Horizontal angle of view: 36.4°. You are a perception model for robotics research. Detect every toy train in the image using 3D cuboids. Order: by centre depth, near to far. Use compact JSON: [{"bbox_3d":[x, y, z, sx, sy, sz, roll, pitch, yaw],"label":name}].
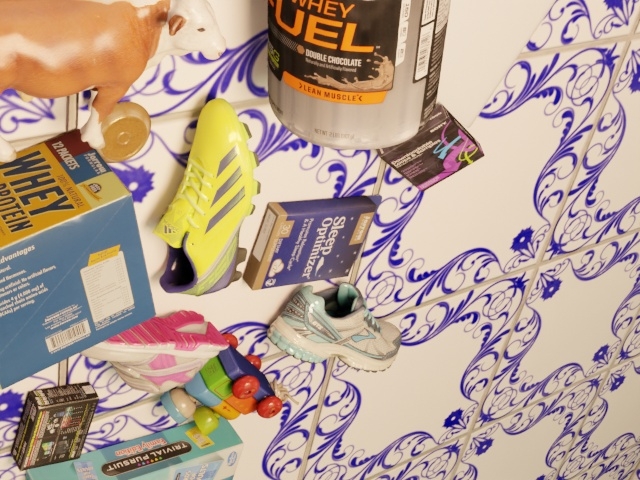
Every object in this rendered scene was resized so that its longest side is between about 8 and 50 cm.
[{"bbox_3d":[-0.137,0.258,1.529,0.143,0.105,0.248,-34,144,3],"label":"toy train"}]

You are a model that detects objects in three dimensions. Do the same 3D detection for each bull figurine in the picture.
[{"bbox_3d":[-0.251,-0.181,0.979,0.310,0.101,0.188,-7,138,-33],"label":"bull figurine"}]

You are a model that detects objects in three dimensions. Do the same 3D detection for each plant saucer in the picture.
[{"bbox_3d":[-0.232,-0.122,1.133,0.083,0.015,0.083,-26,140,-24],"label":"plant saucer"}]

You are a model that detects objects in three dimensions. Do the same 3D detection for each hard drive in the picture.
[{"bbox_3d":[0.234,-0.338,1.338,0.233,0.047,0.353,13,115,-49],"label":"hard drive"}]

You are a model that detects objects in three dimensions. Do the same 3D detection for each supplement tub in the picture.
[{"bbox_3d":[0.044,-0.286,1.075,0.207,0.207,0.338,-23,138,-26],"label":"supplement tub"}]

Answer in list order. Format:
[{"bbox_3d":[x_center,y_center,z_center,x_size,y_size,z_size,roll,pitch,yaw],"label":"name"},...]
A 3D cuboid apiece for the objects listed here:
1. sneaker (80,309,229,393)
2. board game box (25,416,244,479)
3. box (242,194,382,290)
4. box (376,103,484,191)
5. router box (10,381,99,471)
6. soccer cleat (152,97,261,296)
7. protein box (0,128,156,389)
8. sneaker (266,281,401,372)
[{"bbox_3d":[-0.240,0.157,1.323,0.252,0.103,0.111,17,111,-49],"label":"sneaker"},{"bbox_3d":[-0.305,0.429,1.545,0.336,0.079,0.254,-11,132,-37],"label":"board game box"},{"bbox_3d":[0.000,0.000,1.455,0.225,0.036,0.136,-8,130,-40],"label":"box"},{"bbox_3d":[0.164,-0.134,1.444,0.116,0.029,0.162,-30,150,19],"label":"box"},{"bbox_3d":[-0.369,0.258,1.352,0.092,0.038,0.122,-4,127,-42],"label":"router box"},{"bbox_3d":[-0.150,-0.042,1.226,0.121,0.093,0.289,-12,133,-26],"label":"soccer cleat"},{"bbox_3d":[-0.313,0.021,1.092,0.199,0.136,0.201,-26,140,-23],"label":"protein box"},{"bbox_3d":[0.051,0.136,1.575,0.283,0.110,0.122,10,115,-48],"label":"sneaker"}]
